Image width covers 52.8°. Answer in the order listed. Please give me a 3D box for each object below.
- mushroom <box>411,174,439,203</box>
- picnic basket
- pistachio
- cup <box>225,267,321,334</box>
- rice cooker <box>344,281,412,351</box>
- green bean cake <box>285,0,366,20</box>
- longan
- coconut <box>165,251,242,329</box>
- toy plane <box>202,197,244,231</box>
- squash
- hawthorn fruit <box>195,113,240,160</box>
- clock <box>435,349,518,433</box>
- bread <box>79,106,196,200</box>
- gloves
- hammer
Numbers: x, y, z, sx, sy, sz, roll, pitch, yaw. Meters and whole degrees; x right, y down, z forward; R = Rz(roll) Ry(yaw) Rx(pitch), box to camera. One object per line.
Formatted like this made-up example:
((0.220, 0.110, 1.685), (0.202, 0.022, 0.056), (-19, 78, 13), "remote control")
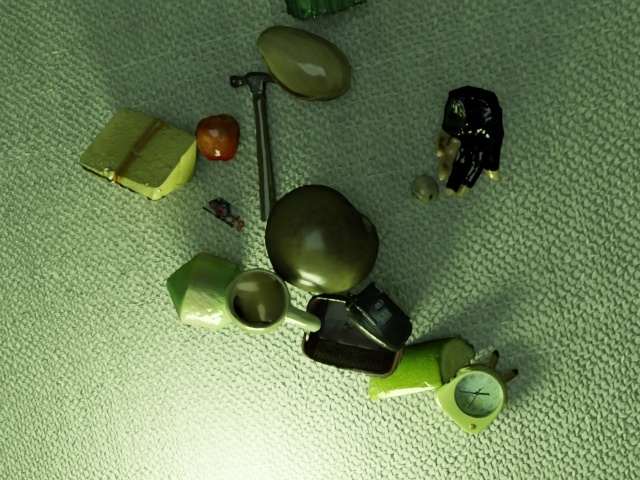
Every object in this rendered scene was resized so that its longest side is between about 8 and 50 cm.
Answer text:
((0.289, -0.139, 1.820), (0.085, 0.085, 0.079), (54, 137, 1), "mushroom")
((0.102, 0.264, 1.869), (0.297, 0.129, 0.222), (11, 100, 9), "picnic basket")
((-0.043, -0.497, 1.791), (0.288, 0.166, 0.197), (39, 78, 9), "pistachio")
((-0.128, 0.166, 1.756), (0.255, 0.202, 0.173), (-2, 80, -5), "cup")
((0.153, 0.203, 1.714), (0.203, 0.142, 0.118), (44, 91, 0), "rice cooker")
((0.013, -0.680, 1.773), (0.208, 0.193, 0.107), (-19, 113, -11), "green bean cake")
((0.000, 0.000, 1.771), (0.319, 0.319, 0.319), (1, 97, 11), "longan")
((-0.342, 0.153, 1.904), (0.236, 0.204, 0.236), (1, 115, 2), "coconut")
((-0.290, -0.083, 1.950), (0.145, 0.037, 0.060), (32, 105, 7), "toy plane")
((0.280, 0.362, 1.898), (0.289, 0.203, 0.111), (-25, 93, 48), "squash")
((-0.302, -0.297, 1.880), (0.133, 0.133, 0.138), (-8, 105, 12), "hawthorn fruit")
((0.458, 0.429, 1.853), (0.170, 0.069, 0.232), (44, 101, 4), "clock")
((-0.523, -0.213, 1.863), (0.263, 0.236, 0.198), (24, 145, 8), "bread")
((0.406, -0.257, 1.739), (0.197, 0.152, 0.301), (24, 108, 28), "gloves")
((-0.170, -0.273, 1.901), (0.168, 0.044, 0.440), (-2, 97, 13), "hammer")
